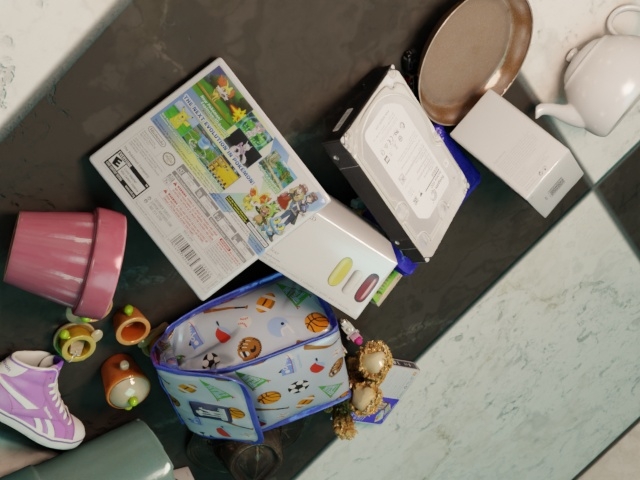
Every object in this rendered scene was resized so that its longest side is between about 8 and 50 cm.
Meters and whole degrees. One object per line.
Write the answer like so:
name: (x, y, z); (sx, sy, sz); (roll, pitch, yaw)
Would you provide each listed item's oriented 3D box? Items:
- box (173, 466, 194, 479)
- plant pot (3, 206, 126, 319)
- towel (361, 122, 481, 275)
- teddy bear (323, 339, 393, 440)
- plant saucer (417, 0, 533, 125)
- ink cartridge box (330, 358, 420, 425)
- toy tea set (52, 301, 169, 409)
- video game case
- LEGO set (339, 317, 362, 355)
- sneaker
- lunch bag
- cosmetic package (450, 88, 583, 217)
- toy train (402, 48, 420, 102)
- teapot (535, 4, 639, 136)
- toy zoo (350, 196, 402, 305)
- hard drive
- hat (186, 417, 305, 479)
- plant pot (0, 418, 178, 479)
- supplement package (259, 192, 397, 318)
box: (-0.382, 0.674, 2.075); (0.181, 0.182, 0.119); (-7, 127, -30)
plant pot: (-0.460, 0.029, 1.518); (0.180, 0.201, 0.201); (12, 117, -22)
towel: (0.226, -0.084, 1.897); (0.308, 0.076, 0.227); (-55, 137, -5)
teddy bear: (0.102, 0.357, 2.058); (0.113, 0.245, 0.338); (15, 146, -10)
plant saucer: (0.312, -0.386, 1.762); (0.310, 0.050, 0.310); (-24, 137, -24)
ink cartridge box: (0.142, 0.406, 2.304); (0.208, 0.045, 0.206); (17, 114, -42)
toy tea set: (-0.417, 0.224, 1.734); (0.200, 0.124, 0.336); (-41, 136, 1)
video game case: (-0.197, -0.109, 1.535); (0.300, 0.036, 0.329); (-38, 94, -2)
LEGO set: (-0.019, 0.312, 2.079); (0.287, 0.107, 0.132); (-45, 136, 5)
sneaker: (-0.554, 0.323, 1.744); (0.161, 0.102, 0.282); (-44, 136, 1)
lunch bag: (-0.147, 0.271, 1.843); (0.385, 0.239, 0.328); (-19, 142, -8)
cosmetic package: (0.431, -0.187, 1.852); (0.138, 0.225, 0.224); (-51, 156, 9)
toy train: (0.187, -0.323, 1.766); (0.036, 0.027, 0.158); (-20, 132, -14)
teapot: (0.645, -0.377, 1.924); (0.256, 0.187, 0.252); (-38, 163, -40)
toy zoo: (0.128, -0.001, 1.938); (0.192, 0.030, 0.293); (-52, 138, -15)
hard drive: (0.164, -0.150, 1.715); (0.339, 0.064, 0.237); (53, 54, -29)
hat: (-0.167, 0.521, 2.089); (0.331, 0.134, 0.331); (-14, 137, -13)
plant pot: (-0.482, 0.581, 1.853); (0.334, 0.341, 0.341); (-27, 135, -23)
supplement package: (0.000, 0.000, 1.700); (0.262, 0.204, 0.145); (32, 105, -11)
